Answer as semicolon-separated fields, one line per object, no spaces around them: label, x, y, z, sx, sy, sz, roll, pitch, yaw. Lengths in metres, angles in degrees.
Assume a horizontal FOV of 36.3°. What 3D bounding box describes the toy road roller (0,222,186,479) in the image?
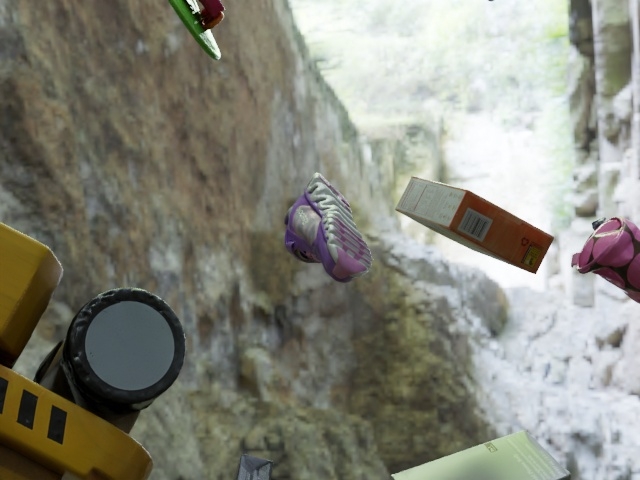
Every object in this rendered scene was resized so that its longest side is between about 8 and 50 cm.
toy road roller;-0.286;0.122;0.772;0.202;0.329;0.241;-39;23;59

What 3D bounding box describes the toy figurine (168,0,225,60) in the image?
toy figurine;-0.086;-0.300;1.060;0.130;0.159;0.173;54;-173;-27

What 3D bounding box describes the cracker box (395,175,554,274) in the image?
cracker box;0.225;-0.027;1.469;0.067;0.155;0.232;-63;17;2

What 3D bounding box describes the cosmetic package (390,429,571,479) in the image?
cosmetic package;0.232;0.382;1.438;0.127;0.237;0.107;-135;38;-55

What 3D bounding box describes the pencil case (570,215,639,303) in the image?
pencil case;0.412;0.058;1.189;0.098;0.209;0.095;-48;8;47

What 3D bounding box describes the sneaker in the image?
sneaker;0.000;0.000;1.418;0.095;0.104;0.236;44;-166;-29

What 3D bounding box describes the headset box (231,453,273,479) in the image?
headset box;-0.070;0.243;0.874;0.062;0.032;0.083;-83;12;-49
